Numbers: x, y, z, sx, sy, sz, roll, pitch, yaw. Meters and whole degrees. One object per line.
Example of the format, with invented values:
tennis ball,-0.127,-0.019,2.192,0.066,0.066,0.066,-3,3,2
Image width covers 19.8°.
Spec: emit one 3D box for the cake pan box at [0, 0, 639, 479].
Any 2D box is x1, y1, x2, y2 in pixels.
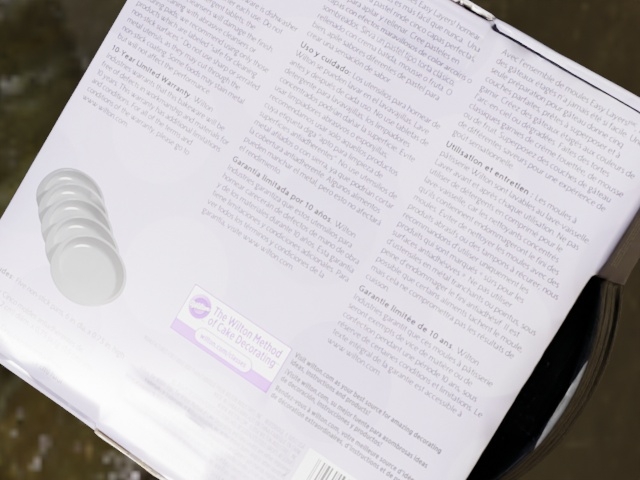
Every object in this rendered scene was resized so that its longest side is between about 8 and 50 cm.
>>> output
cake pan box,0.000,0.000,0.805,0.267,0.070,0.245,31,97,20
